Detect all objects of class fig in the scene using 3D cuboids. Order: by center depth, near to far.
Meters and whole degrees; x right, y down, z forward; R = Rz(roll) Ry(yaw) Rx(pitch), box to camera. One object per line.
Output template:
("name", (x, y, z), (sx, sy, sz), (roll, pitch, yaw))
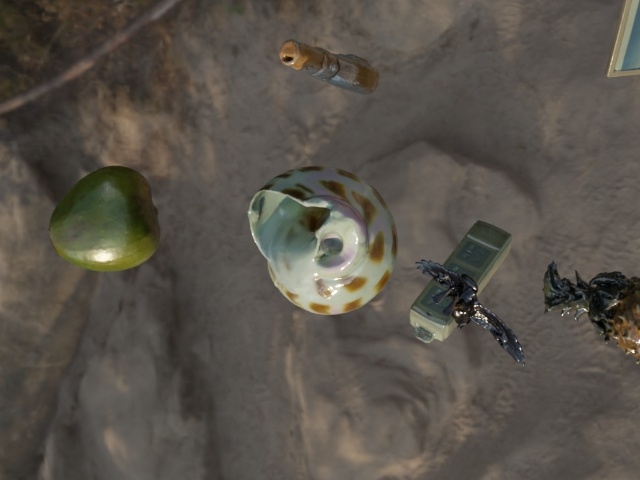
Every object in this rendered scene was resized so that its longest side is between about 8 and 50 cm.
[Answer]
("fig", (-0.376, -0.032, 1.340), (0.181, 0.191, 0.181), (158, 90, -80))

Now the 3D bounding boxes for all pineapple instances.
("pineapple", (0.316, 0.075, 0.784), (0.197, 0.108, 0.108), (15, 104, 39))

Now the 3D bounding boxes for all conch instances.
("conch", (0.000, 0.000, 1.240), (0.249, 0.197, 0.368), (35, 145, -3))

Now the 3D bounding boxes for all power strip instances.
("power strip", (0.246, 0.067, 1.346), (0.078, 0.272, 0.052), (27, 147, 26))

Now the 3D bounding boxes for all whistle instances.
("whistle", (0.017, -0.273, 1.200), (0.107, 0.220, 0.057), (26, 104, 35))

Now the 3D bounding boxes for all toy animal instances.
("toy animal", (0.200, 0.089, 1.067), (0.062, 0.108, 0.220), (-46, 54, 2))

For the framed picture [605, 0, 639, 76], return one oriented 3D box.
("framed picture", (0.416, -0.268, 0.936), (0.149, 0.109, 0.011), (85, 179, -46))
